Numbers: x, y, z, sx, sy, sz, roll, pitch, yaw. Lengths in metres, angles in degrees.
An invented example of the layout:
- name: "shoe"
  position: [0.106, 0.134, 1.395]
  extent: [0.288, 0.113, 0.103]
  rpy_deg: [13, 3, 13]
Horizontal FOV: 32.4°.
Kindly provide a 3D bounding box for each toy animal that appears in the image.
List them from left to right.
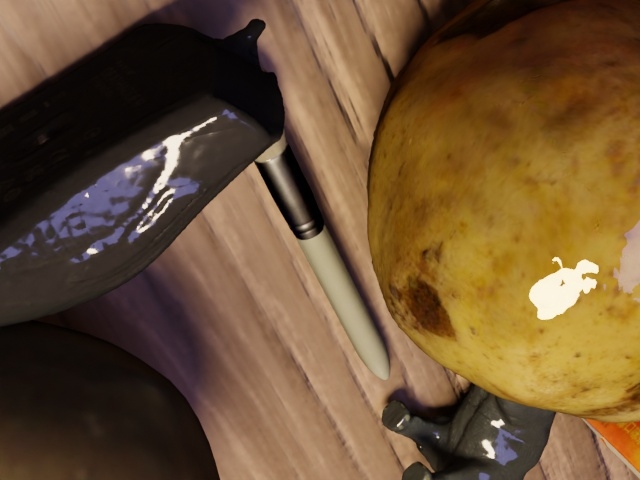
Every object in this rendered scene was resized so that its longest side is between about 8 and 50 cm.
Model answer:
- name: "toy animal"
  position: [0.150, 0.099, 0.851]
  extent: [0.137, 0.082, 0.269]
  rpy_deg: [35, 93, -40]

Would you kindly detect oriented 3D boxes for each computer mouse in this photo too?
- name: "computer mouse"
  position: [-0.127, -0.028, 0.591]
  extent: [0.264, 0.147, 0.088]
  rpy_deg: [-36, 128, -4]

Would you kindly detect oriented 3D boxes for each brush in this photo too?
- name: "brush"
  position: [0.000, 0.000, 0.742]
  extent: [0.042, 0.039, 0.299]
  rpy_deg: [-35, 128, -8]

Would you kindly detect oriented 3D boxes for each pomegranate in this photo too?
- name: "pomegranate"
  position: [0.166, -0.023, 0.675]
  extent: [0.281, 0.281, 0.281]
  rpy_deg: [-13, 122, -21]

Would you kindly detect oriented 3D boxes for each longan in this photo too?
- name: "longan"
  position: [-0.198, 0.176, 0.603]
  extent: [0.300, 0.243, 0.300]
  rpy_deg: [-1, 98, -9]

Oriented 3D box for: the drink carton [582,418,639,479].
- name: "drink carton"
  position: [0.369, 0.055, 0.892]
  extent: [0.351, 0.154, 0.111]
  rpy_deg: [-45, 128, 2]
